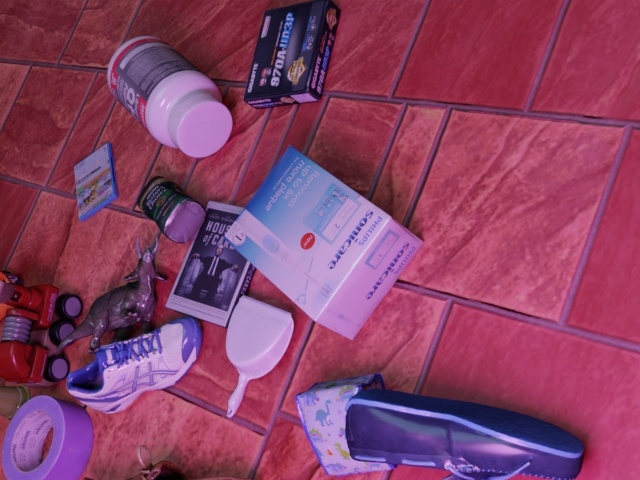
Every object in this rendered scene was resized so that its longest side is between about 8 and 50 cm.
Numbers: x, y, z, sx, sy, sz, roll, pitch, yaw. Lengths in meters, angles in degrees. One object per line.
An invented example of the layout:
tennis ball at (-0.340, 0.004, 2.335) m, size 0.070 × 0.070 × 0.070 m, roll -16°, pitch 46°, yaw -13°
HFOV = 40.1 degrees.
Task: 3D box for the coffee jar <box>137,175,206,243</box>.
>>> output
coffee jar at (-0.315, -0.068, 1.830) m, size 0.096 × 0.079 × 0.184 m, roll -56°, pitch 36°, yaw 1°

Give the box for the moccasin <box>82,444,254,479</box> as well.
moccasin at (-0.276, 0.447, 1.540) m, size 0.380 × 0.139 × 0.147 m, roll -8°, pitch 59°, yaw 37°

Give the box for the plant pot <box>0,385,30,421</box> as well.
plant pot at (-0.701, 0.352, 1.937) m, size 0.083 × 0.079 × 0.083 m, roll -17°, pitch 59°, yaw 30°

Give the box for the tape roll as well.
tape roll at (-0.562, 0.419, 1.802) m, size 0.189 × 0.080 × 0.189 m, roll -17°, pitch 60°, yaw 31°

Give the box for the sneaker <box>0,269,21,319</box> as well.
sneaker at (-0.792, 0.060, 2.059) m, size 0.124 × 0.180 × 0.321 m, roll 40°, pitch 121°, yaw 42°

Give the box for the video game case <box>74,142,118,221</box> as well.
video game case at (-0.537, -0.141, 2.090) m, size 0.119 × 0.015 × 0.166 m, roll -30°, pitch 54°, yaw 21°

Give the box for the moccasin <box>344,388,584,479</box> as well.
moccasin at (0.201, 0.297, 1.256) m, size 0.342 × 0.138 × 0.117 m, roll 8°, pitch 96°, yaw 28°

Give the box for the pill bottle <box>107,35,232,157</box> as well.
pill bottle at (-0.323, -0.308, 1.902) m, size 0.176 × 0.176 × 0.318 m, roll -52°, pitch 49°, yaw 5°

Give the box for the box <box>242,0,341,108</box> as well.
box at (-0.060, -0.388, 1.827) m, size 0.175 × 0.051 × 0.220 m, roll 0°, pitch 70°, yaw 37°

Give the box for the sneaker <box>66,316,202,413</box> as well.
sneaker at (-0.364, 0.241, 1.707) m, size 0.296 × 0.131 × 0.112 m, roll -37°, pitch 50°, yaw 15°

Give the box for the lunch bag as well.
lunch bag at (0.048, 0.298, 1.399) m, size 0.129 × 0.096 × 0.151 m, roll -15°, pitch 90°, yaw 31°

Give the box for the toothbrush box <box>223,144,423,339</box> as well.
toothbrush box at (0.000, 0.000, 1.553) m, size 0.216 × 0.126 × 0.295 m, roll -53°, pitch 50°, yaw 4°

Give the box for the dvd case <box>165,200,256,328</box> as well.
dvd case at (-0.199, 0.044, 1.743) m, size 0.179 × 0.029 × 0.238 m, roll 13°, pitch 78°, yaw 39°

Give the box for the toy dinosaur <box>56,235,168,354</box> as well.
toy dinosaur at (-0.415, 0.150, 1.818) m, size 0.313 × 0.121 × 0.160 m, roll -39°, pitch 39°, yaw 21°

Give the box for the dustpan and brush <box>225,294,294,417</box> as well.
dustpan and brush at (-0.132, 0.220, 1.601) m, size 0.147 × 0.060 × 0.211 m, roll 17°, pitch 73°, yaw 42°

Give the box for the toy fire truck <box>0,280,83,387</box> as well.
toy fire truck at (-0.636, 0.182, 1.858) m, size 0.158 × 0.246 × 0.217 m, roll -8°, pitch 64°, yaw 34°
